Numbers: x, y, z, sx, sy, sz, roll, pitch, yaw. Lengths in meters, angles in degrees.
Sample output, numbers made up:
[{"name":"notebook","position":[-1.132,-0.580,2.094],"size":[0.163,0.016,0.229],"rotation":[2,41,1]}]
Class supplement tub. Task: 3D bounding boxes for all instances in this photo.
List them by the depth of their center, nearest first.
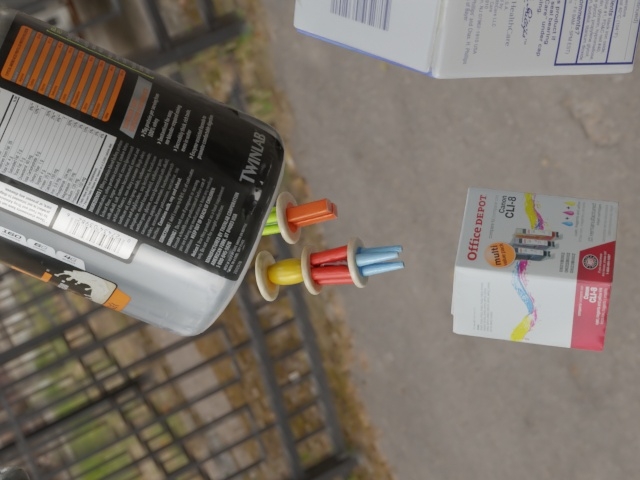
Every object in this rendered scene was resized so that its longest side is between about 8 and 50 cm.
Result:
[{"name":"supplement tub","position":[-0.204,-0.063,1.151],"size":[0.316,0.194,0.193],"rotation":[24,167,-12]}]

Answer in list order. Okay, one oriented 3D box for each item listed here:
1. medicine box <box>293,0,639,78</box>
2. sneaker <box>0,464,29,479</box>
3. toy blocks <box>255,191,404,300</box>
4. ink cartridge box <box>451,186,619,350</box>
[{"name":"medicine box","position":[0.163,-0.276,1.556],"size":[0.263,0.289,0.149],"rotation":[28,117,51]},{"name":"sneaker","position":[-0.292,0.303,1.169],"size":[0.129,0.111,0.297],"rotation":[44,130,-8]},{"name":"toy blocks","position":[0.000,0.000,1.419],"size":[0.054,0.148,0.123],"rotation":[-78,-28,-47]},{"name":"ink cartridge box","position":[0.244,0.032,1.631],"size":[0.127,0.176,0.128],"rotation":[84,-164,-49]}]
